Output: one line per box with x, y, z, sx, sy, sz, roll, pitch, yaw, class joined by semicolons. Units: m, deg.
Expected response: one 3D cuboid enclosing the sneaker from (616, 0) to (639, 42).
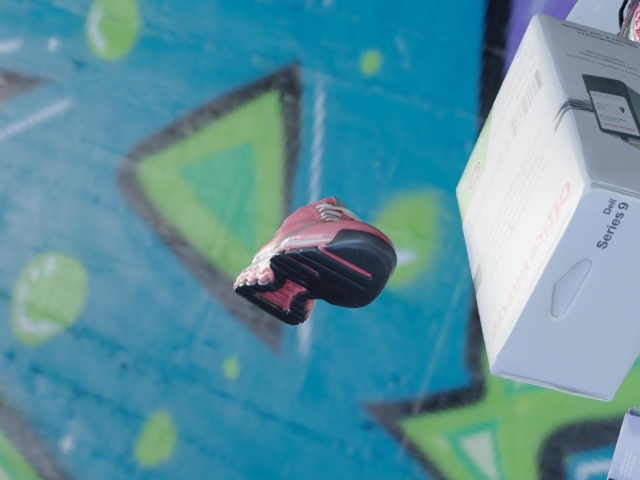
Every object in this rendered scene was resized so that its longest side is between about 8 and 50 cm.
0.370;-0.250;1.856;0.121;0.299;0.112;34;136;-1;sneaker

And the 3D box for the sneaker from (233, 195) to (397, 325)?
-0.001;0.000;1.975;0.116;0.136;0.314;32;159;-17;sneaker

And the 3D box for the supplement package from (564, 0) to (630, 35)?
0.459;-0.235;2.251;0.293;0.177;0.175;35;180;3;supplement package

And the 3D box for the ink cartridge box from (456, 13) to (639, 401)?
0.221;-0.032;1.531;0.122;0.211;0.289;15;-147;-13;ink cartridge box

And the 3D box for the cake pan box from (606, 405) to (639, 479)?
0.316;0.294;1.791;0.070;0.245;0.267;15;178;14;cake pan box
